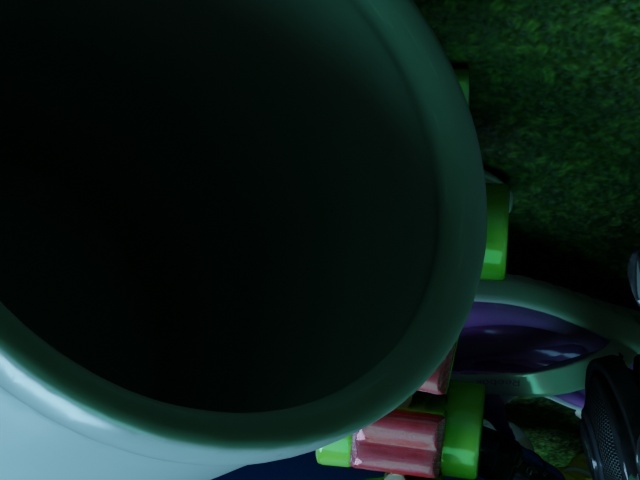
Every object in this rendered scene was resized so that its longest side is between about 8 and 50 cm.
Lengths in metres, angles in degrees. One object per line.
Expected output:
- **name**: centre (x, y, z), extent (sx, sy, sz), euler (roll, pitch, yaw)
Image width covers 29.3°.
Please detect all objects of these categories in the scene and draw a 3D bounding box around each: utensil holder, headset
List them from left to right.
- **utensil holder**: centre (-0.148, 0.009, 0.723), extent (0.327, 0.328, 0.385), euler (21, 148, -25)
- **headset**: centre (0.289, 0.099, 0.862), extent (0.243, 0.185, 0.394), euler (-18, 169, 24)

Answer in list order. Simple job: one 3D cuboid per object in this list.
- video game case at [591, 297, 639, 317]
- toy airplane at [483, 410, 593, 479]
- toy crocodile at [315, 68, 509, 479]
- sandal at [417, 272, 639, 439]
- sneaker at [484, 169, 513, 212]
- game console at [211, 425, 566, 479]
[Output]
- **video game case**: centre (0.168, 0.085, 1.105), extent (0.190, 0.022, 0.173), euler (15, 148, -17)
- **toy airplane**: centre (0.204, 0.313, 1.223), extent (0.386, 0.272, 0.384), euler (-30, 170, 1)
- **toy crocodile**: centre (0.060, 0.057, 0.801), extent (0.115, 0.341, 0.105), euler (6, -176, 7)
- **sandal**: centre (0.173, 0.111, 1.006), extent (0.416, 0.102, 0.169), euler (13, 150, -25)
- **sneaker**: centre (0.066, -0.026, 0.889), extent (0.152, 0.061, 0.054), euler (8, 148, -7)
- **game console**: centre (0.010, 0.195, 0.971), extent (0.293, 0.173, 0.250), euler (18, 170, 30)
